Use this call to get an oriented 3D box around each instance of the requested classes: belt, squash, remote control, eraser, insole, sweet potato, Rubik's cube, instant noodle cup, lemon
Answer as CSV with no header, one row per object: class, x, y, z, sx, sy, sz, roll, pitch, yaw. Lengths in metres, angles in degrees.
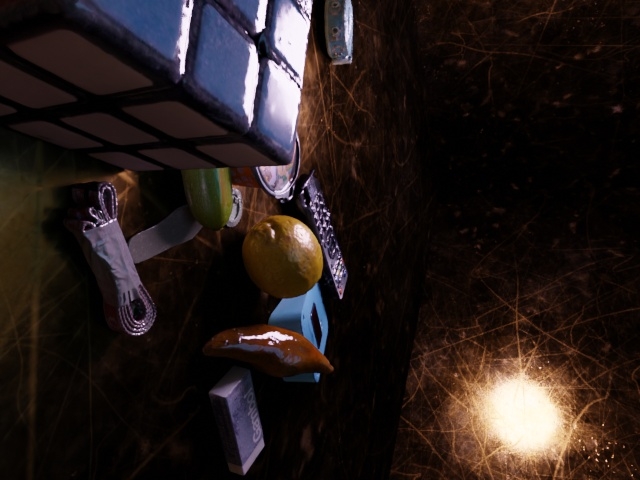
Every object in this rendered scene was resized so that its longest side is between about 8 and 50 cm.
belt,0.053,-0.638,1.218,0.147,0.082,0.163,41,51,-71
squash,-0.197,-0.108,0.713,0.095,0.095,0.188,-21,107,-63
remote control,0.000,0.000,1.173,0.145,0.062,0.399,-67,146,-49
eraser,-0.174,0.384,0.868,0.092,0.046,0.213,-41,128,-57
belt,-0.296,0.034,0.574,0.071,0.053,0.232,-43,131,-55
insole,-0.256,-0.016,0.700,0.192,0.010,0.063,-45,133,-57
sweet potato,-0.103,0.246,0.908,0.359,0.112,0.112,28,64,-34
Rubik's cube,-0.206,-0.264,0.452,0.301,0.303,0.306,18,78,-63
instant noodle cup,-0.135,-0.176,0.810,0.177,0.125,0.208,-32,121,-59
lemon,-0.082,0.036,0.898,0.207,0.169,0.170,65,36,-38

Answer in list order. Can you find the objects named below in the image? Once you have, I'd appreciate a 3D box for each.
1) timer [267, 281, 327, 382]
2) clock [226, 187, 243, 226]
timer,-0.047,0.231,1.124,0.250,0.091,0.232,-67,149,-59
clock,-0.185,-0.069,0.847,0.074,0.010,0.084,15,79,-64
